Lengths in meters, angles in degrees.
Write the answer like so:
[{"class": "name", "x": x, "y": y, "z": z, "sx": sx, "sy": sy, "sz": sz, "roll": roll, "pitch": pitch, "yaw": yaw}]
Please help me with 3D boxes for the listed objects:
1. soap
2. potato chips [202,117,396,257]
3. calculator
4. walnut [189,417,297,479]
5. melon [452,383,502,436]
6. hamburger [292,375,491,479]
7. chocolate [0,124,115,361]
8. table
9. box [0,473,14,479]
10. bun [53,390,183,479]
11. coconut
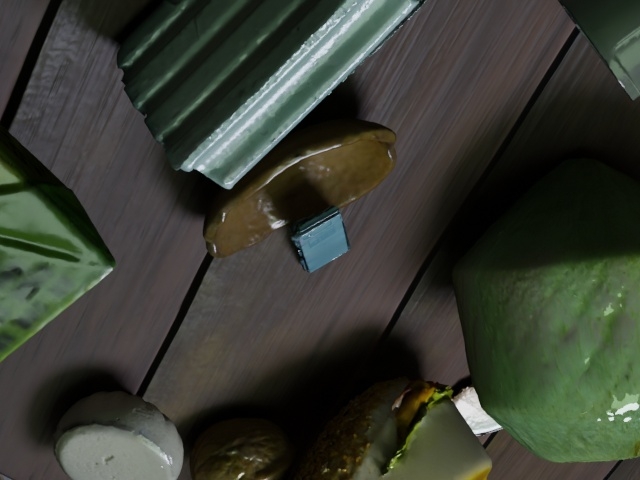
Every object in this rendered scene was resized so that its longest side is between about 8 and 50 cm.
[{"class": "soap", "x": -0.039, "y": -0.182, "z": 1.485, "sx": 0.261, "sy": 0.150, "sz": 0.094, "roll": -42, "pitch": 148, "yaw": 17}, {"class": "potato chips", "x": -0.029, "y": -0.060, "z": 1.701, "sx": 0.208, "sy": 0.061, "sz": 0.195, "roll": -38, "pitch": 162, "yaw": 34}, {"class": "calculator", "x": 0.000, "y": 0.000, "z": 1.795, "sx": 0.057, "sy": 0.018, "sz": 0.172, "roll": -27, "pitch": 166, "yaw": -1}, {"class": "walnut", "x": -0.086, "y": 0.249, "z": 2.015, "sx": 0.124, "sy": 0.105, "sz": 0.105, "roll": -15, "pitch": 142, "yaw": -9}, {"class": "melon", "x": 0.218, "y": 0.193, "z": 2.203, "sx": 0.182, "sy": 0.054, "sz": 0.098, "roll": -38, "pitch": 138, "yaw": 9}, {"class": "hamburger", "x": 0.062, "y": 0.287, "z": 2.062, "sx": 0.294, "sy": 0.179, "sz": 0.276, "roll": -50, "pitch": 167, "yaw": -1}, {"class": "chocolate", "x": -0.369, "y": -0.005, "z": 1.417, "sx": 0.301, "sy": 0.137, "sz": 0.289, "roll": -39, "pitch": 123, "yaw": 10}, {"class": "table", "x": 0.350, "y": -0.247, "z": 1.697, "sx": 0.220, "sy": 0.126, "sz": 0.126, "roll": -36, "pitch": 144, "yaw": 10}, {"class": "box", "x": -0.327, "y": 0.329, "z": 1.898, "sx": 0.067, "sy": 0.149, "sz": 0.233, "roll": -34, "pitch": 144, "yaw": 10}, {"class": "bun", "x": -0.207, "y": 0.205, "z": 1.886, "sx": 0.138, "sy": 0.094, "sz": 0.138, "roll": 10, "pitch": 135, "yaw": 10}, {"class": "coconut", "x": 0.298, "y": 0.071, "z": 1.928, "sx": 0.328, "sy": 0.328, "sz": 0.281, "roll": -27, "pitch": -175, "yaw": -4}]
